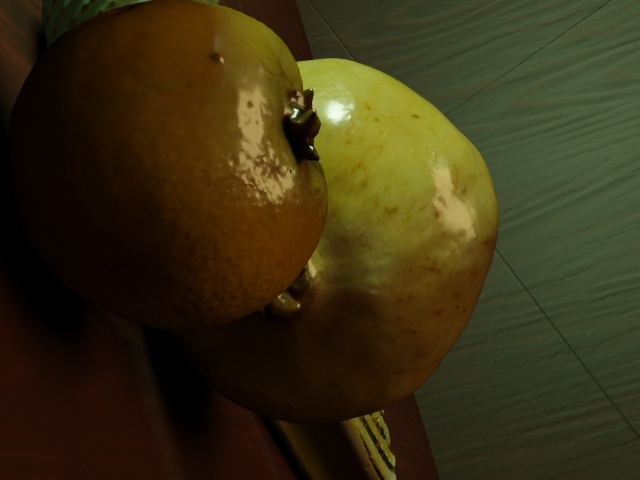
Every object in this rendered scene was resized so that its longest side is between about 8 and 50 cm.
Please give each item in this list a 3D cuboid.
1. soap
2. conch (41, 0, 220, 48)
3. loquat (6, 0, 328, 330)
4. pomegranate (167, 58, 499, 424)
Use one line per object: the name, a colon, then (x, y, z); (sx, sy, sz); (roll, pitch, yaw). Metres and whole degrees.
soap: (0.000, 0.164, 1.356); (0.173, 0.089, 0.274); (-99, 167, -47)
conch: (-0.146, -0.160, 0.959); (0.172, 0.131, 0.200); (108, -2, -67)
loquat: (-0.092, -0.050, 0.799); (0.208, 0.208, 0.208); (-19, 90, -82)
pomegranate: (-0.003, -0.001, 1.029); (0.307, 0.307, 0.307); (-19, 90, -82)
